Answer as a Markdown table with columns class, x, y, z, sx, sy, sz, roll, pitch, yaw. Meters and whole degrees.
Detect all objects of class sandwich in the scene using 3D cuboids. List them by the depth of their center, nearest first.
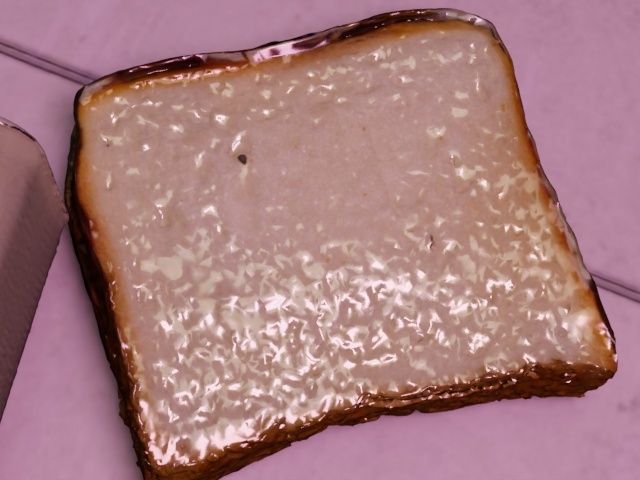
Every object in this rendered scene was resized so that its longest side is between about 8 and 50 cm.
| class | x | y | z | sx | sy | sz | roll | pitch | yaw |
| --- | --- | --- | --- | --- | --- | --- | --- | --- | --- |
| sandwich | 0.000 | 0.000 | 0.995 | 0.301 | 0.099 | 0.271 | -13 | 69 | -8 |

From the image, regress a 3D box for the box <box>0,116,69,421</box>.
| class | x | y | z | sx | sy | sz | roll | pitch | yaw |
| --- | --- | --- | --- | --- | --- | --- | --- | --- | --- |
| box | -0.351 | 0.077 | 0.868 | 0.352 | 0.177 | 0.343 | 14 | 69 | 7 |
